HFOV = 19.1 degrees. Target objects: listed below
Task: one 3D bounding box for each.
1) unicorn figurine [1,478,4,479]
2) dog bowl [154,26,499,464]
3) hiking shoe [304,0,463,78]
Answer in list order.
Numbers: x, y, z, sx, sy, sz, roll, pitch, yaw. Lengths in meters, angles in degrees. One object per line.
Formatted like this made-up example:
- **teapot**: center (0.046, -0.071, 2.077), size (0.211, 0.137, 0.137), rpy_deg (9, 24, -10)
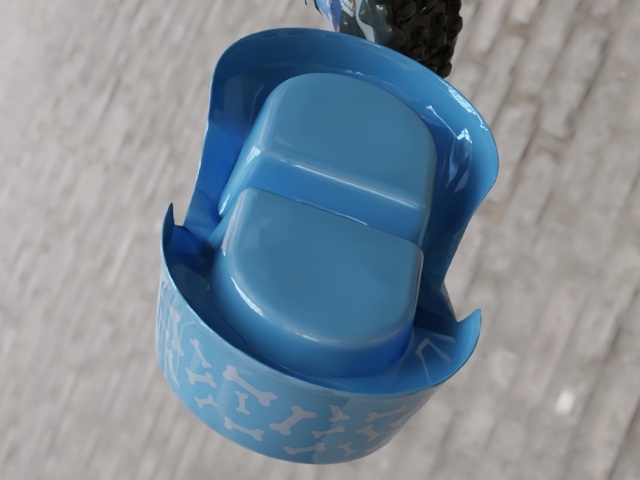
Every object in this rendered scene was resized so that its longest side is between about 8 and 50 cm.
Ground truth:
- **unicorn figurine**: center (-0.170, 0.231, 1.312), size (0.060, 0.162, 0.111), rpy_deg (-35, -4, -42)
- **dog bowl**: center (0.000, 0.000, 1.005), size (0.297, 0.166, 0.074), rpy_deg (-78, 9, -52)
- **hiking shoe**: center (-0.002, -0.208, 1.224), size (0.132, 0.113, 0.304), rpy_deg (-28, 67, 32)
